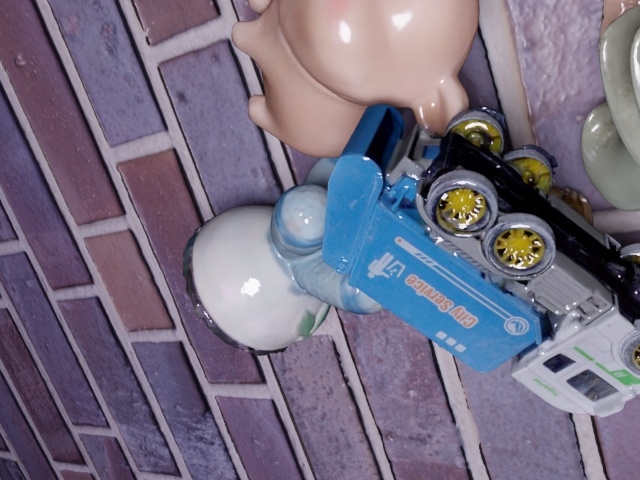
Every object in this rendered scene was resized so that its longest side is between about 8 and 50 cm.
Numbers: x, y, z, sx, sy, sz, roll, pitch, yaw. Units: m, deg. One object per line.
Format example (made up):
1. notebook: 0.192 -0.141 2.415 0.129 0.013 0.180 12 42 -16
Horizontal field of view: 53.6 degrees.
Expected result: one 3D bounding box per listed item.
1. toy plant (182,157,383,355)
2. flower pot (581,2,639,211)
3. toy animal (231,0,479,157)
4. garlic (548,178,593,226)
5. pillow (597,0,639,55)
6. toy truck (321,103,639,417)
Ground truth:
1. toy plant: 0.000 0.000 0.858 0.332 0.247 0.247 -31 96 34
2. flower pot: 0.374 -0.064 0.520 0.367 0.164 0.254 53 172 39
3. toy animal: 0.037 -0.212 0.708 0.269 0.237 0.326 8 158 6
4. garlic: 0.233 0.022 0.761 0.191 0.160 0.214 -24 100 37
5. pillow: 0.394 -0.227 0.614 0.232 0.043 0.126 15 116 27
6. toy truck: 0.170 0.016 0.599 0.367 0.146 0.175 35 129 -6
